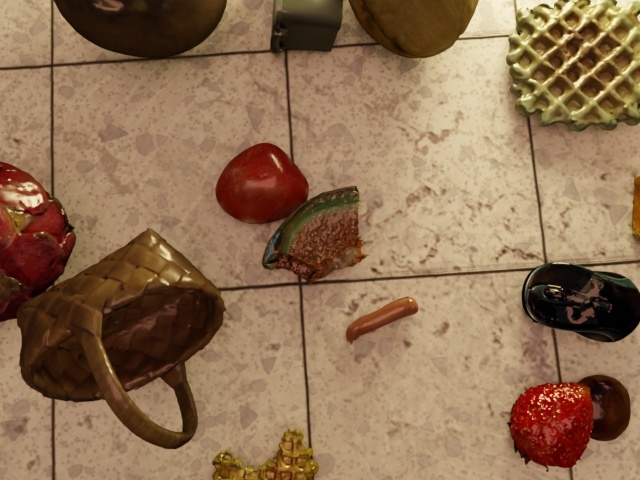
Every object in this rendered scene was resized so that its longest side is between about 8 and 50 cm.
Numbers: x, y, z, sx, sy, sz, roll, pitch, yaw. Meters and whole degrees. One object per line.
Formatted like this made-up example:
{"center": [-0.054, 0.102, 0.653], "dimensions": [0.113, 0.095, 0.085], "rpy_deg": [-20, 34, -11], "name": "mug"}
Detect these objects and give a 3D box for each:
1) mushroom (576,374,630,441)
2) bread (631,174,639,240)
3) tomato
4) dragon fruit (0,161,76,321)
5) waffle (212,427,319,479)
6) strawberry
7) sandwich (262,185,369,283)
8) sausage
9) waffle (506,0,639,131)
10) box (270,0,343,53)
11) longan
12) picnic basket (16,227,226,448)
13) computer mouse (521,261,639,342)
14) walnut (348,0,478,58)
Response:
{"center": [0.539, 0.320, 0.977], "dimensions": [0.123, 0.052, 0.123], "rpy_deg": [0, 84, -3], "name": "mushroom"}
{"center": [0.706, -0.062, 0.978], "dimensions": [0.149, 0.143, 0.158], "rpy_deg": [3, 79, 1], "name": "bread"}
{"center": [-0.122, -0.110, 1.016], "dimensions": [0.174, 0.082, 0.166], "rpy_deg": [-38, 85, -6], "name": "tomato"}
{"center": [-0.609, 0.000, 0.886], "dimensions": [0.329, 0.329, 0.329], "rpy_deg": [0, 83, 0], "name": "dragon fruit"}
{"center": [-0.104, 0.439, 0.966], "dimensions": [0.194, 0.051, 0.149], "rpy_deg": [-30, 85, -3], "name": "waffle"}
{"center": [0.435, 0.339, 0.943], "dimensions": [0.146, 0.082, 0.187], "rpy_deg": [43, 93, 15], "name": "strawberry"}
{"center": [-0.010, -0.005, 1.004], "dimensions": [0.235, 0.079, 0.159], "rpy_deg": [-22, 84, -3], "name": "sandwich"}
{"center": [0.118, 0.155, 1.006], "dimensions": [0.158, 0.036, 0.042], "rpy_deg": [-26, 72, -2], "name": "sausage"}
{"center": [0.538, -0.364, 1.055], "dimensions": [0.309, 0.056, 0.292], "rpy_deg": [-1, 83, 1], "name": "waffle"}
{"center": [-0.027, -0.503, 1.031], "dimensions": [0.135, 0.163, 0.243], "rpy_deg": [4, 82, -8], "name": "box"}
{"center": [-0.335, -0.497, 0.957], "dimensions": [0.319, 0.319, 0.319], "rpy_deg": [0, 83, 0], "name": "longan"}
{"center": [-0.304, 0.197, 0.854], "dimensions": [0.337, 0.293, 0.337], "rpy_deg": [-8, 59, 13], "name": "picnic basket"}
{"center": [0.509, 0.119, 0.978], "dimensions": [0.233, 0.096, 0.137], "rpy_deg": [10, 84, 0], "name": "computer mouse"}
{"center": [0.184, -0.499, 0.991], "dimensions": [0.283, 0.227, 0.283], "rpy_deg": [0, 94, 0], "name": "walnut"}
